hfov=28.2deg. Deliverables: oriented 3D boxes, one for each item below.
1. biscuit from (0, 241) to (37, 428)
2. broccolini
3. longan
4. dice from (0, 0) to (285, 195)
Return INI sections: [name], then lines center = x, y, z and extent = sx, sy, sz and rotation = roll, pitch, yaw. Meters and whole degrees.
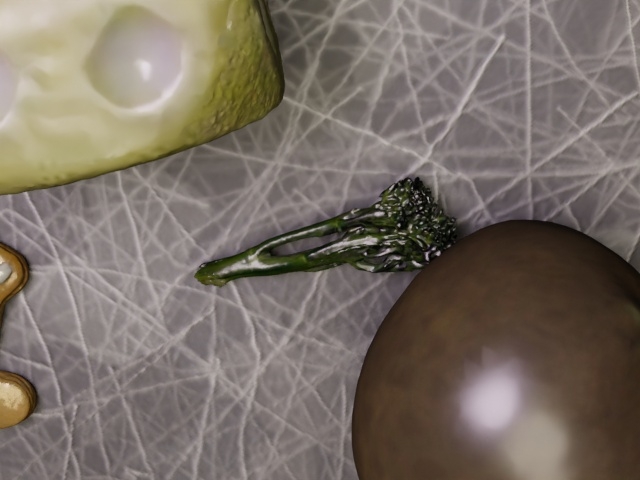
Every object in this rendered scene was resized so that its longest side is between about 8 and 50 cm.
[biscuit]
center = -0.302, 0.106, 0.996
extent = 0.158, 0.035, 0.240
rotation = 5, 104, 3
[broccolini]
center = 0.003, 0.001, 0.964
extent = 0.201, 0.058, 0.074
rotation = -9, 90, 20
[longan]
center = 0.144, 0.121, 0.877
extent = 0.258, 0.258, 0.258
rotation = 0, 105, 1
[dice]
center = -0.160, -0.169, 0.823
extent = 0.238, 0.227, 0.233
rotation = -15, 106, 4
